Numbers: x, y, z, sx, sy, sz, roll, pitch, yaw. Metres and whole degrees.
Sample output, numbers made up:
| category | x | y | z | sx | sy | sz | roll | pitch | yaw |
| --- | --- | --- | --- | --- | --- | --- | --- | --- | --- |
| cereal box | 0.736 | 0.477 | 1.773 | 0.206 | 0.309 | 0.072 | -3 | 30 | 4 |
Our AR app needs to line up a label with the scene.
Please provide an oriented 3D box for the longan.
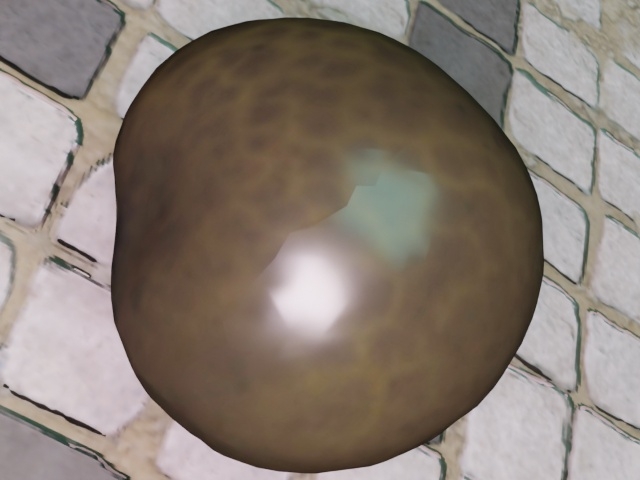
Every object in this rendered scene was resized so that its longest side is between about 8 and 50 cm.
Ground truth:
| category | x | y | z | sx | sy | sz | roll | pitch | yaw |
| --- | --- | --- | --- | --- | --- | --- | --- | --- | --- |
| longan | 0.000 | 0.000 | 0.535 | 0.198 | 0.198 | 0.212 | 3 | 46 | -36 |
